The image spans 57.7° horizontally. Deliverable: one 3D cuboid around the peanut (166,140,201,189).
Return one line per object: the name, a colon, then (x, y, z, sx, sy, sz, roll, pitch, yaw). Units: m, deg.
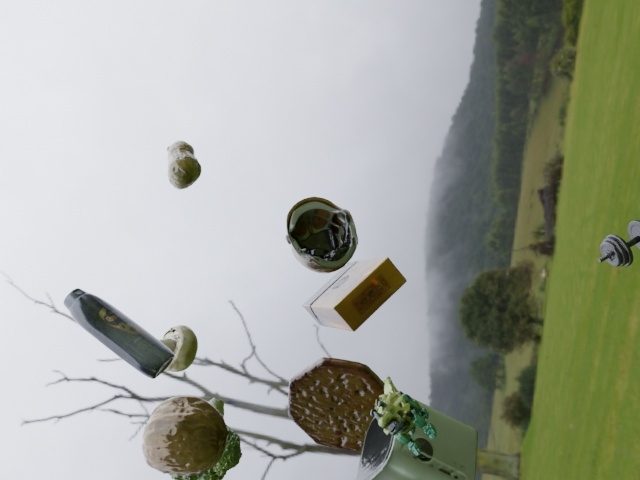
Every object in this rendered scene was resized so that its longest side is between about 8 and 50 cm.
peanut: (-0.385, -0.210, 1.611, 0.214, 0.099, 0.100, -122, 17, -52)

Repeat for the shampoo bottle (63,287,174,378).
shampoo bottle: (-0.394, 0.176, 1.126, 0.049, 0.233, 0.087, -57, -7, 20)

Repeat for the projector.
projector: (0.265, 0.609, 1.618, 0.248, 0.249, 0.249, -61, 4, 42)

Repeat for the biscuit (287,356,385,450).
biscuit: (0.063, 0.513, 1.816, 0.046, 0.358, 0.359, -69, -24, -63)

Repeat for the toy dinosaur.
toy dinosaur: (0.190, 0.405, 1.394, 0.094, 0.153, 0.259, -50, 3, 13)

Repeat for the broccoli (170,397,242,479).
broccoli: (-0.371, 0.635, 1.754, 0.186, 0.254, 0.302, 69, 164, -3)

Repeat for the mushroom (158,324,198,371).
mushroom: (-0.466, 0.345, 1.864, 0.122, 0.154, 0.154, 22, -111, -38)

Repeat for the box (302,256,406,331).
box: (0.107, 0.191, 2.076, 0.264, 0.116, 0.415, -43, 8, -14)

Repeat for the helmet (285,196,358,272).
helmet: (0.000, 0.000, 1.628, 0.224, 0.198, 0.130, 59, 158, 29)

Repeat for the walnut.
walnut: (-0.334, 0.489, 1.455, 0.213, 0.213, 0.214, 3, -90, -72)

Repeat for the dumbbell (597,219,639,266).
dumbbell: (0.843, 0.007, 1.576, 0.099, 0.208, 0.099, 61, 174, 11)

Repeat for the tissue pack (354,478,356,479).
tissue pack: (0.121, 0.904, 1.694, 0.123, 0.245, 0.333, 26, -87, -45)
